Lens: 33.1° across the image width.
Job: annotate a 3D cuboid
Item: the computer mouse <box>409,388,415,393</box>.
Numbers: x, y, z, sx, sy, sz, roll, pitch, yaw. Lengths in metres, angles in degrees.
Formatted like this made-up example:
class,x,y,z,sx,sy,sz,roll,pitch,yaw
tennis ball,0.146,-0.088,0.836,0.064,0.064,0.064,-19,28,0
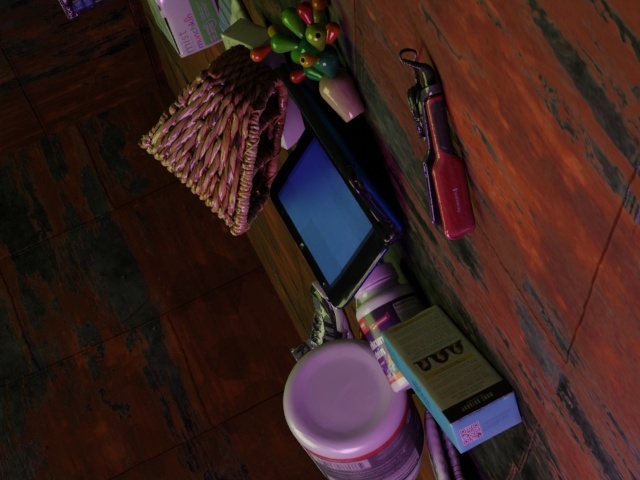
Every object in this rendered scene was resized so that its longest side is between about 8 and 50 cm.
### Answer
class,x,y,z,sx,sy,sz,roll,pitch,yaw
computer mouse,0.144,0.236,2.120,0.106,0.042,0.193,65,172,-7

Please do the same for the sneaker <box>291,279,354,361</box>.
class,x,y,z,sx,sy,sz,roll,pitch,yaw
sneaker,-0.006,0.232,2.660,0.268,0.153,0.101,69,170,-27

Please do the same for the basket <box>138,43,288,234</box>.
class,x,y,z,sx,sy,sz,roll,pitch,yaw
basket,-0.123,-0.179,1.779,0.223,0.213,0.299,43,-166,-4

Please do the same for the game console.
class,x,y,z,sx,sy,sz,roll,pitch,yaw
game console,-0.013,-0.082,1.670,0.293,0.173,0.250,58,-173,35

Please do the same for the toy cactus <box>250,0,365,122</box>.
class,x,y,z,sx,sy,sz,roll,pitch,yaw
toy cactus,-0.006,-0.246,1.515,0.180,0.112,0.219,56,164,-4

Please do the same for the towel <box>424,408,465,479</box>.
class,x,y,z,sx,sy,sz,roll,pitch,yaw
towel,0.246,0.500,2.005,0.312,0.056,0.324,79,176,-60

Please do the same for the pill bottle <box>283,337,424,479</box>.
class,x,y,z,sx,sy,sz,roll,pitch,yaw
pill bottle,0.073,0.332,1.918,0.210,0.210,0.363,60,177,30

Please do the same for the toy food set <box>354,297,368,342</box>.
class,x,y,z,sx,sy,sz,roll,pitch,yaw
toy food set,0.118,0.137,1.929,0.111,0.105,0.232,-99,6,-70

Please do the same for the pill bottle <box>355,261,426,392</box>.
class,x,y,z,sx,sy,sz,roll,pitch,yaw
pill bottle,0.123,0.137,1.733,0.193,0.108,0.108,63,171,14

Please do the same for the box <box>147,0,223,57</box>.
class,x,y,z,sx,sy,sz,roll,pitch,yaw
box,-0.335,-0.582,2.425,0.231,0.127,0.261,53,165,53

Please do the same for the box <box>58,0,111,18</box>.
class,x,y,z,sx,sy,sz,roll,pitch,yaw
box,-0.374,-0.560,2.058,0.257,0.322,0.079,56,169,49

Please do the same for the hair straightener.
class,x,y,z,sx,sy,sz,roll,pitch,yaw
hair straightener,0.120,-0.115,1.227,0.089,0.047,0.230,49,162,61

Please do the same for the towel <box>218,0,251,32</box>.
class,x,y,z,sx,sy,sz,roll,pitch,yaw
towel,-0.139,-0.370,2.155,0.285,0.034,0.209,64,171,8

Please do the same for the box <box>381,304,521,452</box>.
class,x,y,z,sx,sy,sz,roll,pitch,yaw
box,0.184,0.193,1.552,0.244,0.101,0.060,53,167,56

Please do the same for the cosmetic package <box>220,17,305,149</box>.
class,x,y,z,sx,sy,sz,roll,pitch,yaw
cosmetic package,-0.103,-0.284,1.975,0.099,0.060,0.239,26,148,35
